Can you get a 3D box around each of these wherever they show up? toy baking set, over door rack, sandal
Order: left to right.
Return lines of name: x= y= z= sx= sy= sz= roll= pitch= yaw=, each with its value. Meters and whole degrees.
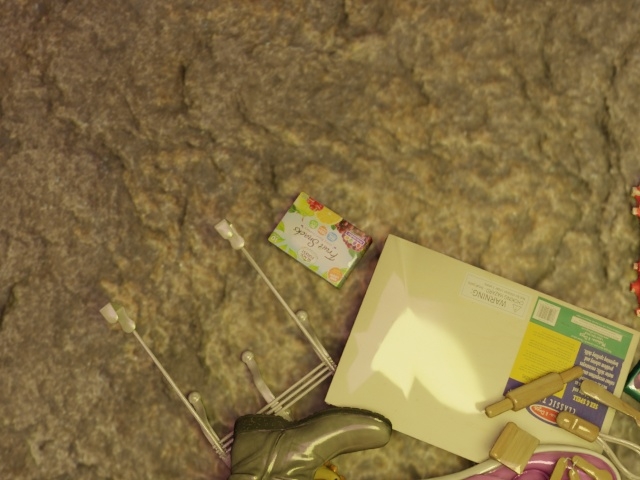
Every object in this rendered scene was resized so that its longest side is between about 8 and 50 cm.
over door rack: x=-0.141 y=0.157 z=1.302 sx=0.239 sy=0.108 sz=0.324 roll=-38 pitch=95 yaw=-1
sandal: x=0.220 y=0.393 z=1.139 sx=0.416 sy=0.102 sz=0.169 roll=-12 pitch=90 yaw=-1
toy baking set: x=0.358 y=0.273 z=1.160 sx=0.256 sy=0.030 sz=0.196 roll=-24 pitch=65 yaw=-18

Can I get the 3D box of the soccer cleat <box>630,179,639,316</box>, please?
soccer cleat: x=0.526 y=0.016 z=1.261 sx=0.095 sy=0.083 sz=0.248 roll=2 pitch=75 yaw=5

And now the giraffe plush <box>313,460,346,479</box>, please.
giraffe plush: x=-0.028 y=0.408 z=1.233 sx=0.170 sy=0.181 sz=0.210 roll=-34 pitch=40 yaw=-10

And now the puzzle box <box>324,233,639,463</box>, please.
puzzle box: x=0.241 y=0.189 z=1.241 sx=0.409 sy=0.052 sz=0.272 roll=22 pitch=81 yaw=2

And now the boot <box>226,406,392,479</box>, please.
boot: x=-0.020 y=0.326 z=1.169 sx=0.247 sy=0.083 sz=0.161 roll=-6 pitch=42 yaw=11

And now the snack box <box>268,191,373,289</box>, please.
snack box: x=0.000 y=0.000 z=1.366 sx=0.141 sy=0.037 sz=0.100 roll=33 pitch=86 yaw=14

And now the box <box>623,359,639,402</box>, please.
box: x=0.561 y=0.152 z=1.232 sx=0.100 sy=0.060 sz=0.244 roll=37 pitch=85 yaw=15
